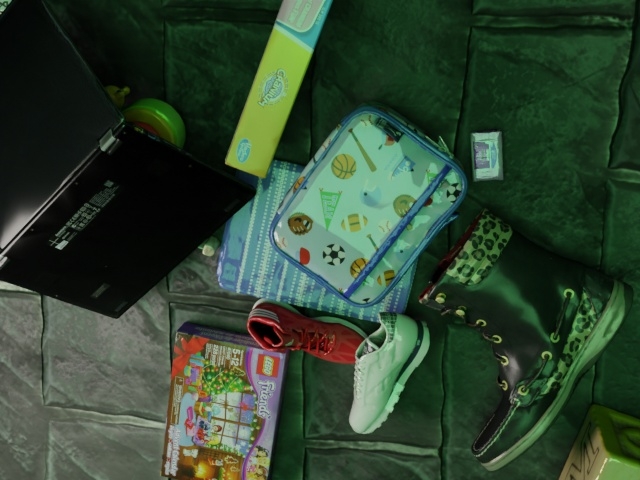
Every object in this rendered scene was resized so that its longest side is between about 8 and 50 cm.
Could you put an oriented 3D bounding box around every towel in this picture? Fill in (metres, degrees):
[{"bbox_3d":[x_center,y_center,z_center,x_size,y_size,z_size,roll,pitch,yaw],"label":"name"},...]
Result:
[{"bbox_3d":[0.000,0.000,1.513,0.336,0.040,0.243,13,104,5],"label":"towel"}]

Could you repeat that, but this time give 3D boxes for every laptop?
[{"bbox_3d":[-0.392,-0.119,1.440,0.382,0.236,0.408,-39,135,26],"label":"laptop"}]

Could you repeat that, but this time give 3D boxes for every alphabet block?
[{"bbox_3d":[0.503,0.414,1.450,0.192,0.193,0.197,18,107,3],"label":"alphabet block"}]

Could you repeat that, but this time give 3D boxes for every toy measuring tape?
[{"bbox_3d":[-0.245,-0.126,1.483,0.121,0.121,0.330,-32,106,16],"label":"toy measuring tape"}]

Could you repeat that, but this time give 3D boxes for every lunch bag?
[{"bbox_3d":[0.083,-0.057,1.414,0.243,0.115,0.303,37,105,-4],"label":"lunch bag"}]

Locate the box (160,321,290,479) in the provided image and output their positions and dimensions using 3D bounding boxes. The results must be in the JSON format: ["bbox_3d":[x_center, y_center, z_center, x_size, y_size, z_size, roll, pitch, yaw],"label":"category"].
[{"bbox_3d":[-0.173,0.307,1.609,0.201,0.057,0.293,10,106,6],"label":"box"}]

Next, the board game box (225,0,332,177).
[{"bbox_3d":[-0.048,-0.273,1.333,0.064,0.242,0.316,21,108,-5],"label":"board game box"}]

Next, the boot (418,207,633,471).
[{"bbox_3d":[0.286,0.158,1.446,0.284,0.138,0.377,33,104,-1],"label":"boot"}]

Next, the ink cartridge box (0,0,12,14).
[{"bbox_3d":[-0.550,-0.428,1.474,0.109,0.062,0.209,2,106,9],"label":"ink cartridge box"}]

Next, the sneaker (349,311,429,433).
[{"bbox_3d":[0.092,0.221,1.506,0.095,0.090,0.235,17,110,-21],"label":"sneaker"}]

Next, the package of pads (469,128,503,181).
[{"bbox_3d":[0.266,-0.135,1.426,0.050,0.032,0.083,-3,104,9],"label":"package of pads"}]

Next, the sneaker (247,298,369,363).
[{"bbox_3d":[-0.025,0.174,1.510,0.221,0.128,0.087,16,107,6],"label":"sneaker"}]
